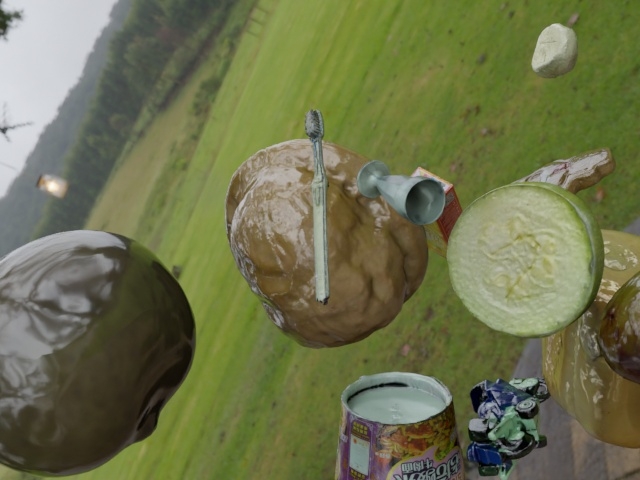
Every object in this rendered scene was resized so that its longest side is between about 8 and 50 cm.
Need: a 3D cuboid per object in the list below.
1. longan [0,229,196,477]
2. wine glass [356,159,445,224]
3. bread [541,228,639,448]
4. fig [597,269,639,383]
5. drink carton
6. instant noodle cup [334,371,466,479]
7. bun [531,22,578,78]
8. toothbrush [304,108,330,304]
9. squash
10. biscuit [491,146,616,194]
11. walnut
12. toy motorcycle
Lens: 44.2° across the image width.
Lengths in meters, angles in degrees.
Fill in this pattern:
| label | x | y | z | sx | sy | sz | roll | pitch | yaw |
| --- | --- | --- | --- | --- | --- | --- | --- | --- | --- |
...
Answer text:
| label | x | y | z | sx | sy | sz | roll | pitch | yaw |
| --- | --- | --- | --- | --- | --- | --- | --- | --- | --- |
| longan | -0.350 | 0.155 | 1.120 | 0.361 | 0.360 | 0.361 | -57 | 19 | 31 |
| wine glass | 0.121 | -0.079 | 1.215 | 0.155 | 0.073 | 0.073 | 37 | 104 | 57 |
| bread | 0.570 | 0.182 | 1.525 | 0.348 | 0.252 | 0.376 | -102 | 6 | -64 |
| fig | 0.539 | 0.066 | 1.153 | 0.217 | 0.216 | 0.321 | -173 | 99 | -73 |
| drink carton | 0.240 | -0.046 | 1.608 | 0.096 | 0.223 | 0.071 | 34 | 76 | 36 |
| instant noodle cup | 0.177 | 0.468 | 1.775 | 0.340 | 0.339 | 0.266 | -119 | 25 | -70 |
| bun | 0.479 | -0.378 | 1.587 | 0.115 | 0.069 | 0.115 | -167 | 90 | -71 |
| toothbrush | -0.002 | -0.053 | 1.112 | 0.026 | 0.028 | 0.295 | -14 | 71 | 30 |
| squash | 0.322 | 0.028 | 1.263 | 0.048 | 0.252 | 0.252 | -10 | -44 | -56 |
| biscuit | 0.454 | -0.110 | 1.643 | 0.319 | 0.047 | 0.183 | -18 | 20 | 50 |
| walnut | 0.006 | 0.014 | 1.457 | 0.384 | 0.383 | 0.384 | -57 | 19 | 31 |
| toy motorcycle | 0.427 | 0.412 | 1.842 | 0.196 | 0.125 | 0.331 | -10 | 18 | 29 |
